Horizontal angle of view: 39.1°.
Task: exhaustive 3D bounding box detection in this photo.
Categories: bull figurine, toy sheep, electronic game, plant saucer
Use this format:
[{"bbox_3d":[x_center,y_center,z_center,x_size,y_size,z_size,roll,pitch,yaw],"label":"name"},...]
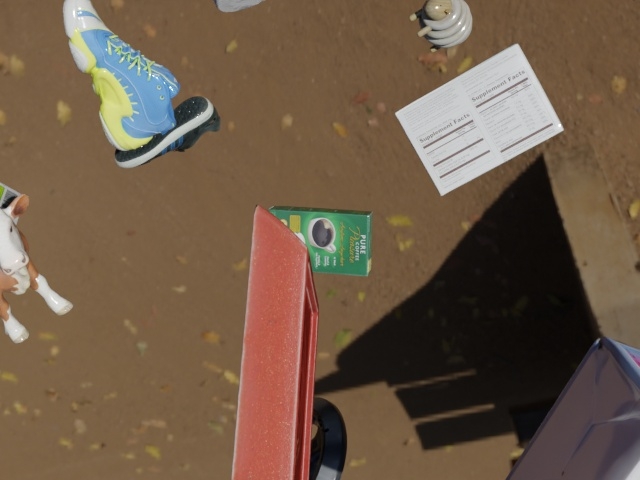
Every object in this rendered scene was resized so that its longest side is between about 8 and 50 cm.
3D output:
[{"bbox_3d":[-0.416,0.032,1.081,0.310,0.101,0.188,2,130,37],"label":"bull figurine"},{"bbox_3d":[0.196,-0.344,1.419,0.091,0.091,0.132,-21,162,20],"label":"toy sheep"},{"bbox_3d":[-0.036,0.365,1.464,0.048,0.229,0.229,29,127,-29],"label":"electronic game"},{"bbox_3d":[-0.033,0.130,0.816,0.048,0.258,0.259,2,162,4],"label":"plant saucer"}]

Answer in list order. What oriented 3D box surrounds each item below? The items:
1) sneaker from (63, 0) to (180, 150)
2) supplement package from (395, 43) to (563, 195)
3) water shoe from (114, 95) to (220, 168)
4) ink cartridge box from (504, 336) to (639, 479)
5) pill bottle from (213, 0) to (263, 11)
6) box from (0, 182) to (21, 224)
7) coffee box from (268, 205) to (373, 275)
[{"bbox_3d":[-0.272,-0.247,1.278,0.126,0.091,0.240,-14,126,1],"label":"sneaker"},{"bbox_3d":[0.252,-0.194,1.418,0.204,0.262,0.145,-28,93,16],"label":"supplement package"},{"bbox_3d":[-0.270,-0.177,1.617,0.203,0.073,0.080,-29,145,6],"label":"water shoe"},{"bbox_3d":[0.410,0.291,0.940,0.396,0.151,0.270,20,113,-17],"label":"ink cartridge box"},{"bbox_3d":[-0.116,-0.377,1.001,0.121,0.121,0.221,-25,89,22],"label":"pill bottle"},{"bbox_3d":[-0.526,-0.002,1.273,0.103,0.114,0.203,33,134,-32],"label":"box"},{"bbox_3d":[0.000,0.000,1.584,0.184,0.040,0.113,3,103,15],"label":"coffee box"}]
